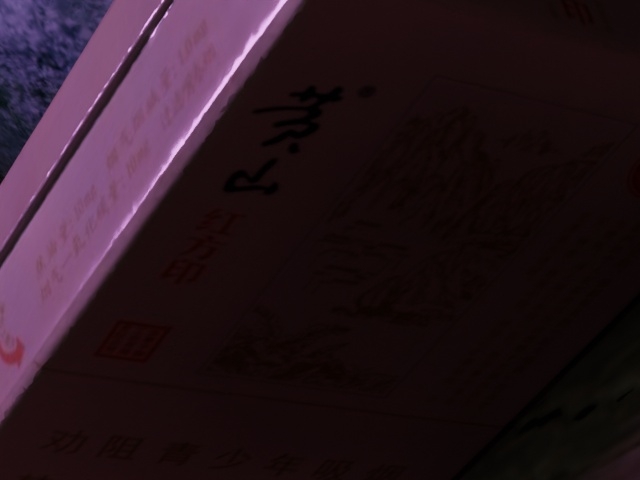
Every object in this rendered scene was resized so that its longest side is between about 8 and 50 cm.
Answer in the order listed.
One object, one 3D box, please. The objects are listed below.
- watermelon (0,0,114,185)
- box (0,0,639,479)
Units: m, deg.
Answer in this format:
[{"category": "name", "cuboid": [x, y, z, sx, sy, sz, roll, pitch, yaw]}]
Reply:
[{"category": "watermelon", "cuboid": [-0.078, -0.196, 0.654, 0.228, 0.258, 0.387, -22, 100, 39]}, {"category": "box", "cuboid": [0.000, 0.000, 0.450, 0.201, 0.141, 0.058, -52, 41, 40]}]
